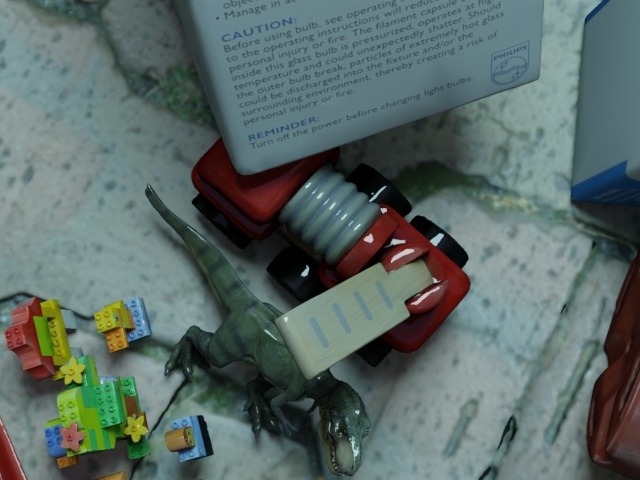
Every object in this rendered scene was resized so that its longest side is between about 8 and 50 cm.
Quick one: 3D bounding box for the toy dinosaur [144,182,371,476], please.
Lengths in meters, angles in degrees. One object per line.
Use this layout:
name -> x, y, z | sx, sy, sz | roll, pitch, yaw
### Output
toy dinosaur -> -0.058, 0.083, 0.839 | 0.064, 0.118, 0.268 | -24, 62, -42

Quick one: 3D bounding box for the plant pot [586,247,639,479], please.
plant pot -> 0.350, 0.104, 0.797 | 0.265, 0.272, 0.272 | 18, 85, 7

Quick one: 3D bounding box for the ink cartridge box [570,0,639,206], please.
ink cartridge box -> 0.414, -0.103, 0.791 | 0.395, 0.285, 0.166 | 6, 85, -3

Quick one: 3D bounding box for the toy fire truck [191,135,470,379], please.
toy fire truck -> 0.000, 0.000, 0.780 | 0.217, 0.246, 0.158 | 43, 84, 1

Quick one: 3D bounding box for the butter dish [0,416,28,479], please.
butter dish -> -0.311, 0.182, 0.803 | 0.160, 0.118, 0.160 | -28, 75, -1

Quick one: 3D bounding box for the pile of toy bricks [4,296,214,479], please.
pile of toy bricks -> -0.161, 0.132, 0.806 | 0.118, 0.105, 0.212 | -20, 77, 15

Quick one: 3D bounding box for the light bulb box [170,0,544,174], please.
light bulb box -> -0.027, -0.304, 0.687 | 0.225, 0.361, 0.357 | -20, 56, -5
